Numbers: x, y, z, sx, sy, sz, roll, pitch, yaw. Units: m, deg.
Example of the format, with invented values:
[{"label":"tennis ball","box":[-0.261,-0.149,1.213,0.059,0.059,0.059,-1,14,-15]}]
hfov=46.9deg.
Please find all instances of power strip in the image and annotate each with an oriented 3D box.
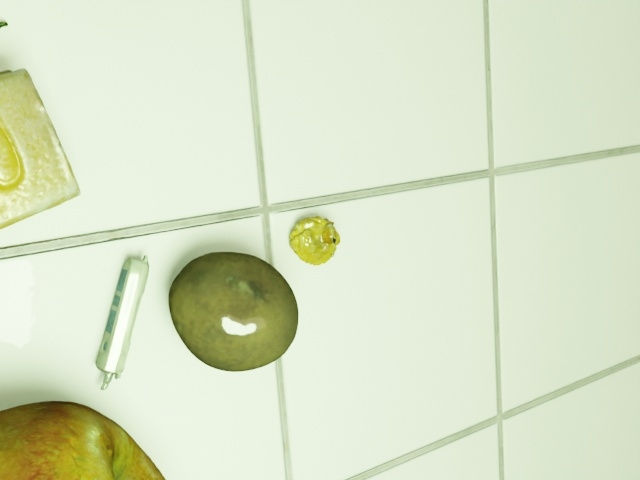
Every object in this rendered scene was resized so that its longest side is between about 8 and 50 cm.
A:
[{"label":"power strip","box":[-0.270,0.110,1.002,0.030,0.047,0.191,17,86,-30]}]

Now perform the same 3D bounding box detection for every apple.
[{"label":"apple","box":[-0.343,0.379,0.848,0.374,0.374,0.384,-60,162,-13]}]

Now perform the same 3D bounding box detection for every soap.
[{"label":"soap","box":[-0.437,-0.073,0.840,0.274,0.089,0.173,-30,111,-29]}]

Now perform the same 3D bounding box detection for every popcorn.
[{"label":"popcorn","box":[0.000,0.000,1.153,0.084,0.084,0.084,-5,99,-34]}]

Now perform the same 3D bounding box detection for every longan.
[{"label":"longan","box":[-0.122,0.098,1.036,0.187,0.167,0.167,43,73,-30]}]

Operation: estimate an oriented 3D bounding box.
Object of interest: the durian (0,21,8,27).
[{"label":"durian","box":[-0.505,-0.230,0.759,0.375,0.132,0.106,-11,145,-37]}]
